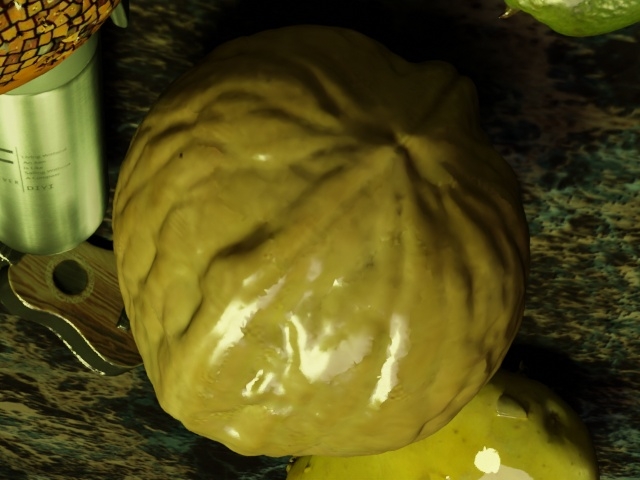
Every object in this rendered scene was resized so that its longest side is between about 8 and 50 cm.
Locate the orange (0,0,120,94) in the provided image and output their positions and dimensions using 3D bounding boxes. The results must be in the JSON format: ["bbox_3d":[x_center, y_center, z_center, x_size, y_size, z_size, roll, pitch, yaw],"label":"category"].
[{"bbox_3d":[-0.176,-0.152,0.537,0.234,0.182,0.234,18,138,18],"label":"orange"}]

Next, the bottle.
[{"bbox_3d":[-0.148,-0.077,0.767,0.096,0.079,0.253,0,152,-6],"label":"bottle"}]

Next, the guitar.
[{"bbox_3d":[-0.216,0.000,0.944,0.271,0.083,0.038,33,146,-26],"label":"guitar"}]

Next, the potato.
[{"bbox_3d":[0.087,0.187,1.112,0.173,0.140,0.300,31,140,-22],"label":"potato"}]

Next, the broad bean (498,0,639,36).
[{"bbox_3d":[0.203,-0.118,0.617,0.256,0.053,0.052,0,112,16],"label":"broad bean"}]

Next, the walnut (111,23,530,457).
[{"bbox_3d":[0.000,0.000,0.732,0.228,0.228,0.228,7,151,4],"label":"walnut"}]
